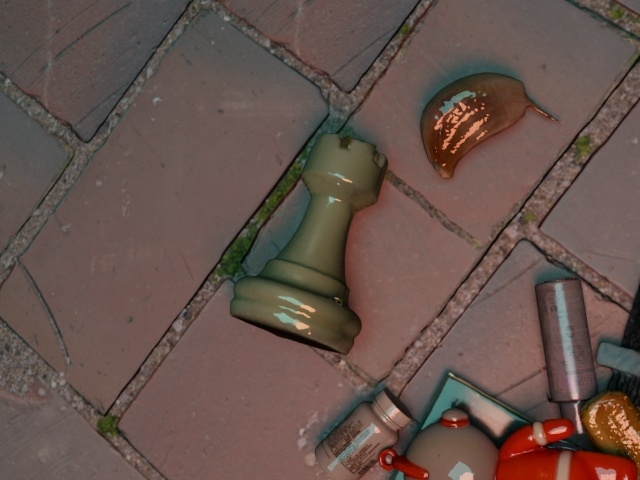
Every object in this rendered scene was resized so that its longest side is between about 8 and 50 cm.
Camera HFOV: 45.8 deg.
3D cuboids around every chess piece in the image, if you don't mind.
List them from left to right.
[{"bbox_3d":[0.000,0.000,1.115,0.194,0.194,0.299,16,79,16],"label":"chess piece"}]

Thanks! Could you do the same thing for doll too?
[{"bbox_3d":[0.235,0.322,1.002,0.336,0.105,0.200,3,88,24],"label":"doll"}]

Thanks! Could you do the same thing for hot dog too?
[{"bbox_3d":[0.440,0.324,0.994,0.083,0.068,0.289,-33,91,13],"label":"hot dog"}]

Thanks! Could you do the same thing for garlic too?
[{"bbox_3d":[0.240,-0.186,1.124,0.198,0.090,0.129,-26,93,4],"label":"garlic"}]

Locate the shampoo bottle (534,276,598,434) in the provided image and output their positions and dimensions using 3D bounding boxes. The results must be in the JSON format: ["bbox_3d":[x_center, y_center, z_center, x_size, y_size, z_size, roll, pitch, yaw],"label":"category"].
[{"bbox_3d":[0.346,0.161,1.057,0.072,0.072,0.214,-8,82,14],"label":"shampoo bottle"}]

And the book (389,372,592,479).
[{"bbox_3d":[0.210,0.416,1.081,0.264,0.031,0.379,27,91,14],"label":"book"}]

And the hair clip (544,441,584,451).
[{"bbox_3d":[0.377,0.434,0.997,0.095,0.110,0.359,-28,77,-35],"label":"hair clip"}]

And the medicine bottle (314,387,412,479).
[{"bbox_3d":[0.065,0.287,1.108,0.140,0.079,0.079,-46,75,5],"label":"medicine bottle"}]

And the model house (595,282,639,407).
[{"bbox_3d":[0.485,0.105,0.970,0.241,0.225,0.261,16,86,45],"label":"model house"}]
